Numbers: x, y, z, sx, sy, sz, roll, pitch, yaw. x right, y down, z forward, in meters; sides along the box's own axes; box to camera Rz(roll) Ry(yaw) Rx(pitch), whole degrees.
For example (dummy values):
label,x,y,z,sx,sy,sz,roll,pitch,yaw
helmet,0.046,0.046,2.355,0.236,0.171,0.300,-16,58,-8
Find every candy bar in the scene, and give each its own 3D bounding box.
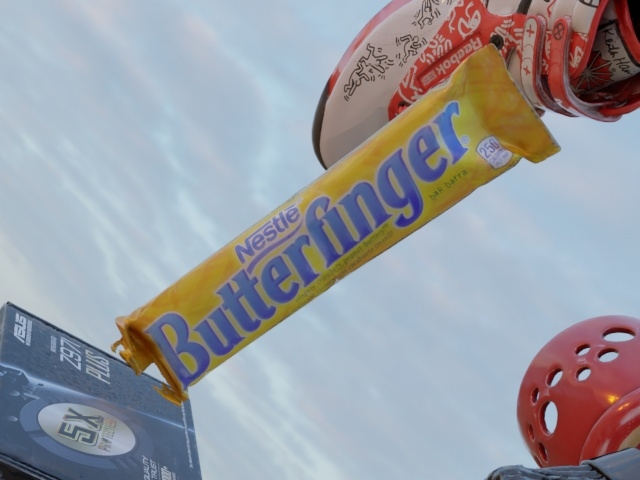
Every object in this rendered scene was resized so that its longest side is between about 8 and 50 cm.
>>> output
label,x,y,z,sx,sy,sz,roll,pitch,yaw
candy bar,0.000,0.000,0.366,0.040,0.161,0.018,51,16,-13

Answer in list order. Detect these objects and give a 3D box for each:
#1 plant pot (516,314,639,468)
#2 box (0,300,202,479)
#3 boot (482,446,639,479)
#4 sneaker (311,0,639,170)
label,x,y,z,sx,sy,sz,roll,pitch,yaw
plant pot,0.305,0.189,1.105,0.191,0.191,0.174,51,5,-18
box,-0.154,0.137,0.701,0.147,0.077,0.180,31,14,-21
boot,0.274,0.200,0.697,0.348,0.260,0.131,177,-95,-71
sneaker,0.104,-0.101,0.667,0.090,0.270,0.145,35,23,-33
